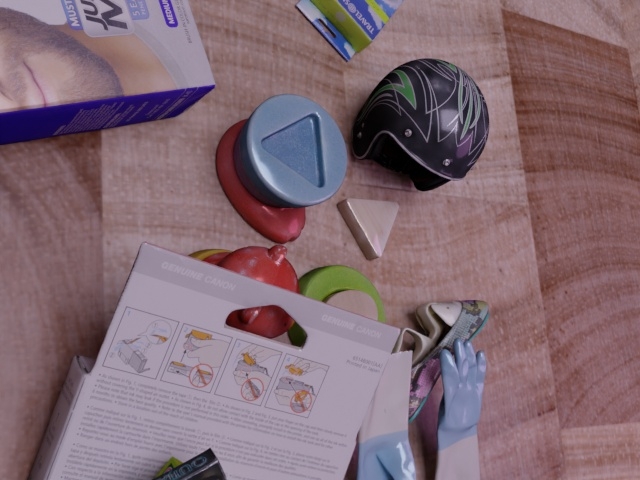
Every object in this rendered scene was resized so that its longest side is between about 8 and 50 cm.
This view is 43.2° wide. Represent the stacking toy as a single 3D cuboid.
[{"bbox_3d":[0.000,0.000,0.915,0.279,0.130,0.309,25,64,-27],"label":"stacking toy"}]

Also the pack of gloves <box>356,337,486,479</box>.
[{"bbox_3d":[0.130,0.236,0.938,0.195,0.046,0.232,-10,107,-31],"label":"pack of gloves"}]

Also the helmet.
[{"bbox_3d":[0.135,-0.149,1.031,0.169,0.161,0.169,10,71,-32],"label":"helmet"}]

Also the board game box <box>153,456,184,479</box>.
[{"bbox_3d":[-0.152,0.295,0.722,0.092,0.043,0.181,42,84,-28],"label":"board game box"}]

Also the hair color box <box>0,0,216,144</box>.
[{"bbox_3d":[-0.290,-0.199,0.787,0.339,0.110,0.185,-17,88,-35],"label":"hair color box"}]

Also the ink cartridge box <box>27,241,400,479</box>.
[{"bbox_3d":[-0.094,0.161,0.784,0.296,0.066,0.261,21,89,-29],"label":"ink cartridge box"}]

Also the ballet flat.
[{"bbox_3d":[0.134,0.129,1.010,0.079,0.077,0.221,49,59,-9],"label":"ballet flat"}]

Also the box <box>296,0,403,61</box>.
[{"bbox_3d":[0.054,-0.341,1.106,0.109,0.042,0.178,44,56,-16],"label":"box"}]

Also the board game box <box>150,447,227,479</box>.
[{"bbox_3d":[-0.151,0.270,0.675,0.186,0.026,0.126,-26,114,-17],"label":"board game box"}]
